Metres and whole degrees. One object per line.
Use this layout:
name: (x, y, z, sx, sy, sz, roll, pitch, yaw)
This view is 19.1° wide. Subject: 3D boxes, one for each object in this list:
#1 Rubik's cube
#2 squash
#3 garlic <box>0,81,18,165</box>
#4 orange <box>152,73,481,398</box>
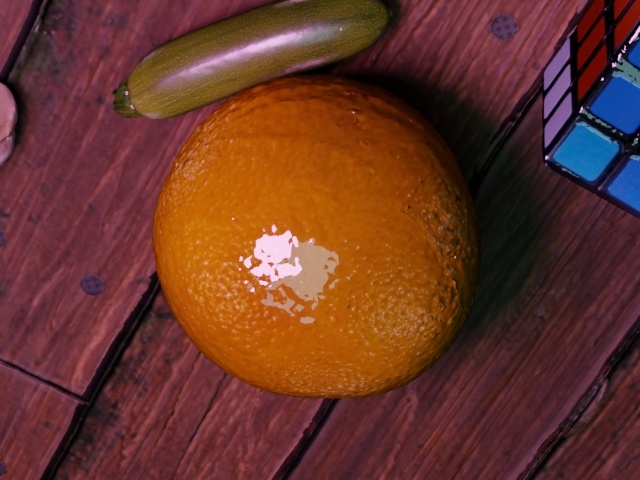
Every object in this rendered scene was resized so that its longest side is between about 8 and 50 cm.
Rubik's cube: (0.281, -0.118, 1.512, 0.162, 0.163, 0.160, 28, 120, -11)
squash: (-0.065, -0.156, 1.591, 0.258, 0.069, 0.069, -18, 117, 17)
garlic: (-0.308, -0.088, 1.660, 0.113, 0.094, 0.074, -37, 150, 19)
orange: (0.000, 0.000, 1.562, 0.274, 0.274, 0.274, 3, 121, 6)
